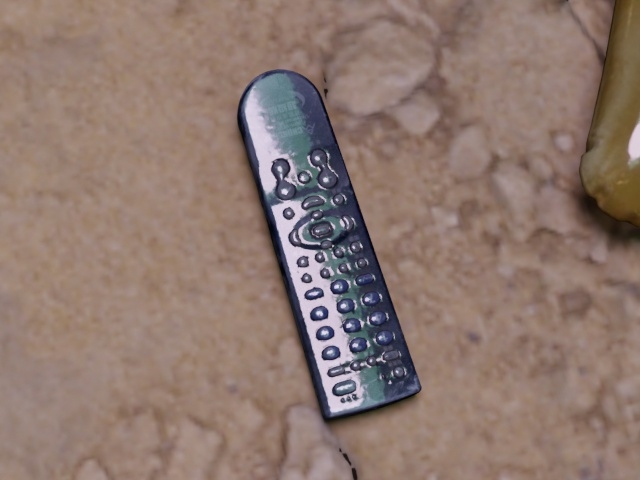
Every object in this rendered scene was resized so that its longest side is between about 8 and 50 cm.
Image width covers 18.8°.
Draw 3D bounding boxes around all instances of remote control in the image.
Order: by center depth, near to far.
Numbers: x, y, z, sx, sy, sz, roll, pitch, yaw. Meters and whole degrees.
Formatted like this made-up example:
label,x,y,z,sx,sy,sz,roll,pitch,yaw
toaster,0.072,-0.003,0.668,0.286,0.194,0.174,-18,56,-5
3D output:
label,x,y,z,sx,sy,sz,roll,pitch,yaw
remote control,0.000,0.000,0.830,0.043,0.027,0.152,-13,77,-18

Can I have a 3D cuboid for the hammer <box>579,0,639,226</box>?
label,x,y,z,sx,sy,sz,roll,pitch,yaw
hammer,0.164,-0.152,0.863,0.202,0.113,0.305,9,77,-2
